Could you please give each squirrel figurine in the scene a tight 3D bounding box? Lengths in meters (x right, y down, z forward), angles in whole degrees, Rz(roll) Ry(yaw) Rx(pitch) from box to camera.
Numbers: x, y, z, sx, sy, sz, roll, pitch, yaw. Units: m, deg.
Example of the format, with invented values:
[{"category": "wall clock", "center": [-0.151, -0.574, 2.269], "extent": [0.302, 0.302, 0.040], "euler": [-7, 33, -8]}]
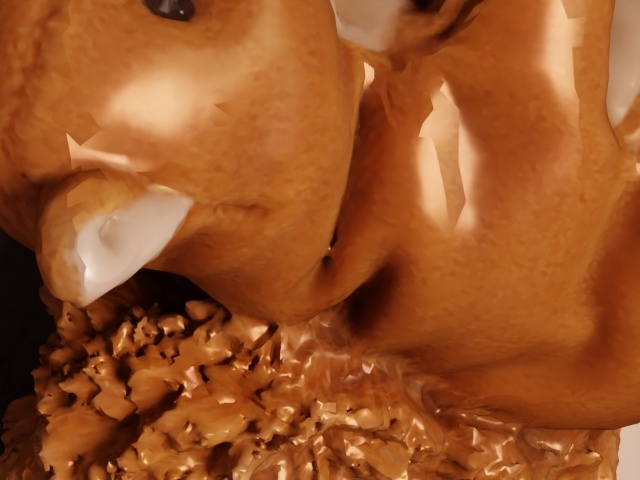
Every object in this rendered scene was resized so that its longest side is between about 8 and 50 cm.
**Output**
[{"category": "squirrel figurine", "center": [0.000, 0.000, 0.692], "extent": [0.370, 0.281, 0.397], "euler": [-1, 120, -42]}]

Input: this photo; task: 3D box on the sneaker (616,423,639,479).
[{"category": "sneaker", "center": [0.062, 0.016, 1.042], "extent": [0.257, 0.169, 0.448], "euler": [-18, 92, -50]}]
